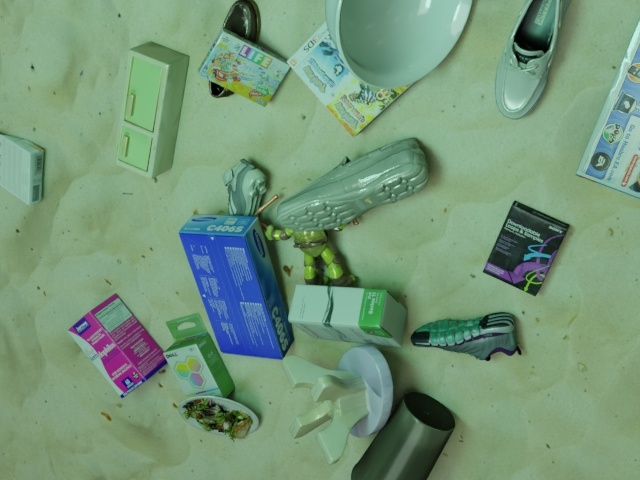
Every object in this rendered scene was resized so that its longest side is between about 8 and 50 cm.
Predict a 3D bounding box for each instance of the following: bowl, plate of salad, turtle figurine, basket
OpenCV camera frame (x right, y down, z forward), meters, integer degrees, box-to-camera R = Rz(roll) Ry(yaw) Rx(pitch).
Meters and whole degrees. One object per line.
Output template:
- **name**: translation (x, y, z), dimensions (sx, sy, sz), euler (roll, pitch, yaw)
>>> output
- **bowl**: translation (0.114, -0.427, 1.619), dimensions (0.134, 0.298, 0.297), euler (41, 130, 43)
- **plate of salad**: translation (-0.249, 0.435, 2.240), dimensions (0.200, 0.048, 0.199), euler (7, 143, 5)
- **turtle figurine**: translation (0.000, 0.000, 1.941), dimensions (0.270, 0.087, 0.217), euler (-12, 112, 19)
- **basket**: translation (0.186, 0.456, 2.015), dimensions (0.154, 0.204, 0.226), euler (28, 111, 2)

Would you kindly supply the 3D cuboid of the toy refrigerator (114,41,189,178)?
- **toy refrigerator**: translation (-0.368, -0.278, 1.992), dimensions (0.102, 0.094, 0.269), euler (24, 121, 14)

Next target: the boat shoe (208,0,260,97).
- **boat shoe**: translation (-0.177, -0.384, 1.867), dimensions (0.073, 0.073, 0.206), euler (24, 119, 18)

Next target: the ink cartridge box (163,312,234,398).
- **ink cartridge box**: translation (-0.305, 0.289, 2.235), dimensions (0.109, 0.062, 0.209), euler (-17, 104, 31)

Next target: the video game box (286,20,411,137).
- **video game box**: translation (0.063, -0.334, 1.789), dimensions (0.205, 0.048, 0.187), euler (49, 126, -1)

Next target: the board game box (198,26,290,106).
- **board game box**: translation (-0.152, -0.344, 1.843), dimensions (0.154, 0.026, 0.103), euler (23, 116, -24)

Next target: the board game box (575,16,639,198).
- **board game box**: translation (0.631, -0.201, 1.551), dimensions (0.302, 0.086, 0.308), euler (24, 120, 14)

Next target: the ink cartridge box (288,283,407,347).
- **ink cartridge box**: translation (0.059, 0.157, 1.942), dimensions (0.209, 0.153, 0.086), euler (3, 70, 24)

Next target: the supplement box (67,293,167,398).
- **supplement box**: translation (-0.499, 0.260, 2.287), dimensions (0.111, 0.114, 0.220), euler (-38, 91, 34)

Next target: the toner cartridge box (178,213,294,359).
- **toner cartridge box**: translation (-0.180, 0.105, 2.040), dimensions (0.165, 0.075, 0.347), euler (3, 127, 23)

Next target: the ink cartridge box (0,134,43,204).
- **ink cartridge box**: translation (-0.747, -0.187, 2.259), dimensions (0.179, 0.045, 0.145), euler (32, 125, 31)

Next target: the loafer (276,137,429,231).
- **loafer**: translation (0.060, -0.108, 1.833), dimensions (0.320, 0.111, 0.112), euler (-19, 144, 14)

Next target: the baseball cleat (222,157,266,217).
- **baseball cleat**: translation (-0.176, -0.086, 2.012), dimensions (0.109, 0.072, 0.205), euler (44, 128, 27)

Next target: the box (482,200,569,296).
- **box**: translation (0.397, 0.016, 1.796), dimensions (0.116, 0.029, 0.162), euler (25, 119, 14)

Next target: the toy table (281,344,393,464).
- **toy table**: translation (0.035, 0.344, 1.981), dimensions (0.252, 0.161, 0.274), euler (55, 146, 37)

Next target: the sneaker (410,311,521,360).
- **sneaker**: translation (0.297, 0.216, 1.904), dimensions (0.224, 0.083, 0.098), euler (-11, 112, 28)

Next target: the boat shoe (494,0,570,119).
- **boat shoe**: translation (0.367, -0.331, 1.618), dimensions (0.096, 0.088, 0.267), euler (26, 121, 13)
